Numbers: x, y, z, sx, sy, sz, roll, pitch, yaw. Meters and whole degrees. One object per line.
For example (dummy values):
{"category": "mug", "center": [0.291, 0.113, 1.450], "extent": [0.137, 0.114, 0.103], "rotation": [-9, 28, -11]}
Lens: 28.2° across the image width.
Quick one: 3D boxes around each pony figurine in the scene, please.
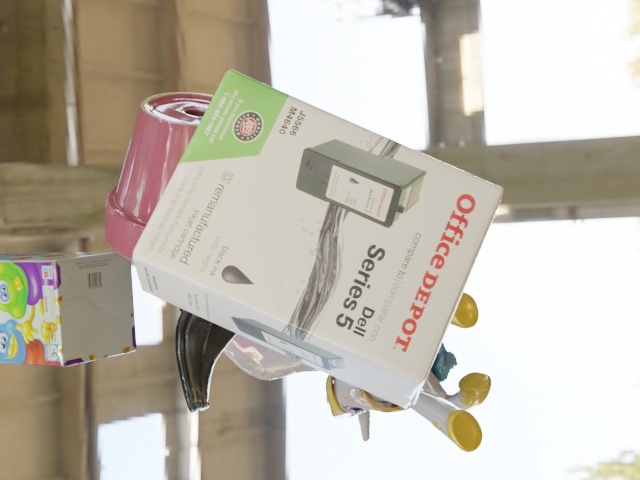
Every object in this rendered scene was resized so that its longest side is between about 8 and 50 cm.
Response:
{"category": "pony figurine", "center": [0.047, 0.111, 1.623], "extent": [0.302, 0.363, 0.351], "rotation": [-34, -80, -26]}

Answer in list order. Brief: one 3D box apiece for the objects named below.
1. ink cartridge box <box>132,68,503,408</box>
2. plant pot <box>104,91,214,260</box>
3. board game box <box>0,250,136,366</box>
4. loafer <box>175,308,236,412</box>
{"category": "ink cartridge box", "center": [0.000, 0.000, 1.139], "extent": [0.115, 0.272, 0.198], "rotation": [98, -164, -71]}
{"category": "plant pot", "center": [-0.168, -0.082, 1.607], "extent": [0.201, 0.201, 0.180], "rotation": [-51, -30, -62]}
{"category": "board game box", "center": [-0.406, 0.091, 1.765], "extent": [0.144, 0.275, 0.142], "rotation": [-8, -84, -55]}
{"category": "loafer", "center": [-0.113, 0.089, 1.275], "extent": [0.062, 0.061, 0.170], "rotation": [92, 176, -64]}
